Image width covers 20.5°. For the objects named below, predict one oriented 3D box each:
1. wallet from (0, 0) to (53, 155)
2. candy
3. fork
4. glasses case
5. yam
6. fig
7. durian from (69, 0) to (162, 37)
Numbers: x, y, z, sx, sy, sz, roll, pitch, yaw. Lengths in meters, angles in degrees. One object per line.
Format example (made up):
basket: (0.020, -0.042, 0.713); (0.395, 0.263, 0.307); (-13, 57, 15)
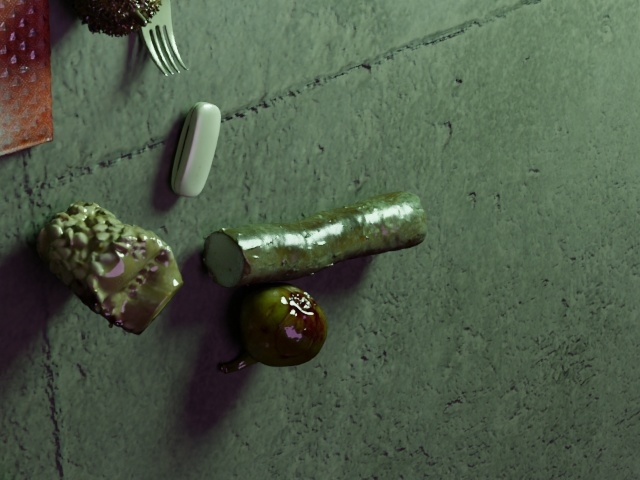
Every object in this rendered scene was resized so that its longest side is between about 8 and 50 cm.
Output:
wallet: (-0.246, -0.158, 1.341); (0.103, 0.020, 0.196); (-20, 119, -41)
candy: (-0.171, 0.020, 1.426); (0.085, 0.110, 0.095); (-50, 137, -15)
fork: (-0.138, -0.242, 1.430); (0.034, 0.028, 0.219); (-20, 115, -33)
glasses case: (-0.107, -0.078, 1.523); (0.032, 0.021, 0.083); (8, 99, -48)
yam: (0.000, 0.000, 1.643); (0.253, 0.061, 0.061); (-13, 114, -44)
fig: (-0.042, 0.086, 1.631); (0.098, 0.082, 0.084); (-46, 170, 34)
durian: (-0.159, -0.191, 1.375); (0.080, 0.091, 0.080); (-30, 151, -19)
